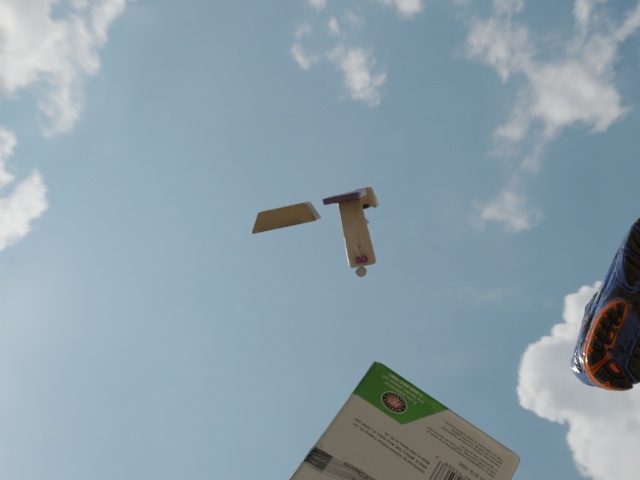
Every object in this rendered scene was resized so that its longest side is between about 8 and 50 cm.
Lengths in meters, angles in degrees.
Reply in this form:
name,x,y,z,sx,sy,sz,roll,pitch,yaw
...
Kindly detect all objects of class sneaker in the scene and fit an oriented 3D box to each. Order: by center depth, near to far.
name,x,y,z,sx,sy,sz,roll,pitch,yaw
sneaker,0.311,0.055,0.905,0.083,0.087,0.221,37,-111,0

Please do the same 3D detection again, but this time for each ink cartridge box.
name,x,y,z,sx,sy,sz,roll,pitch,yaw
ink cartridge box,0.047,0.225,0.724,0.153,0.087,0.208,34,-133,11

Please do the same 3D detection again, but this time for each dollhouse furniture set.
name,x,y,z,sx,sy,sz,roll,pitch,yaw
dollhouse furniture set,0.000,0.000,0.872,0.114,0.091,0.081,-11,-86,14
